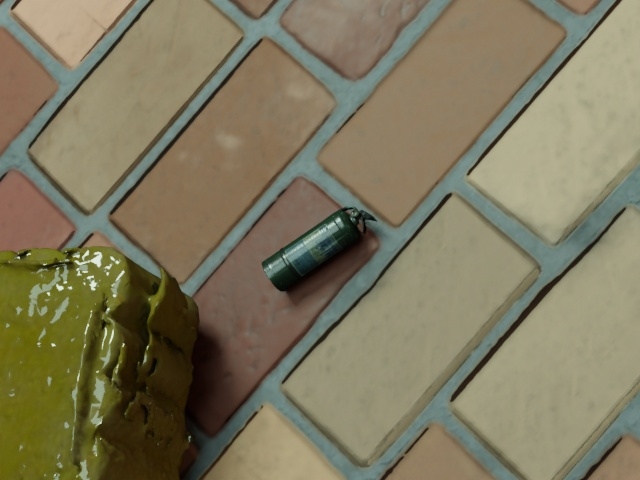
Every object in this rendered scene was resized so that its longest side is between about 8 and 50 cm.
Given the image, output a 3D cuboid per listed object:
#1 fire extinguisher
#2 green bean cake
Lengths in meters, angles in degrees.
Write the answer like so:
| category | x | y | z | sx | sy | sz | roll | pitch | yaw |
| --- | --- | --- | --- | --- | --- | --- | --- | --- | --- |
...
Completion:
| category | x | y | z | sx | sy | sz | roll | pitch | yaw |
| --- | --- | --- | --- | --- | --- | --- | --- | --- | --- |
| fire extinguisher | 0.000 | 0.000 | 1.227 | 0.083 | 0.025 | 0.038 | -34 | 38 | 11 |
| green bean cake | -0.199 | 0.119 | 1.217 | 0.229 | 0.131 | 0.224 | -3 | 69 | 27 |
